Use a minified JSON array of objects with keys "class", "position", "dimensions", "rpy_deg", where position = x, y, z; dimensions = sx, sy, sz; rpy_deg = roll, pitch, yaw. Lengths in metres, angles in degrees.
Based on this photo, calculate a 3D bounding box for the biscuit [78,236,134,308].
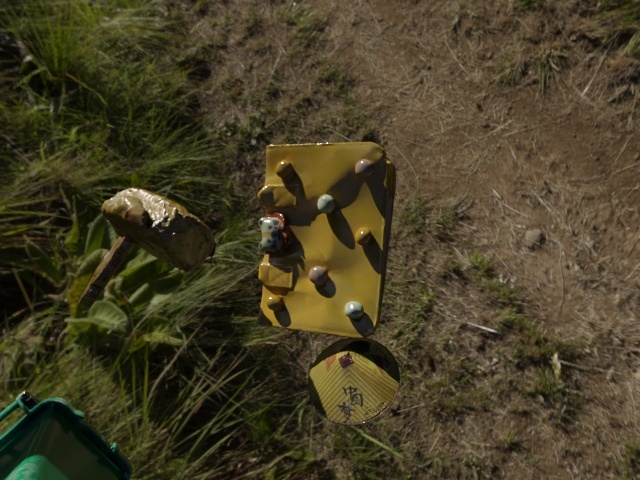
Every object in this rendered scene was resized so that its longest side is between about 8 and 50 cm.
[{"class":"biscuit","position":[-0.508,0.036,1.031],"dimensions":[0.319,0.047,0.184],"rpy_deg":[-42,27,28]}]

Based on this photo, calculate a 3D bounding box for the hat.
[{"class":"hat","position":[0.058,0.255,0.815],"dimensions":[0.192,0.082,0.193],"rpy_deg":[-10,42,9]}]

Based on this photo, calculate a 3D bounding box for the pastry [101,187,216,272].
[{"class":"pastry","position":[-0.306,-0.019,0.807],"dimensions":[0.218,0.229,0.100],"rpy_deg":[8,60,47]}]

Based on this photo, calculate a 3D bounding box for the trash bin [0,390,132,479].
[{"class":"trash bin","position":[-0.509,0.460,0.712],"dimensions":[0.259,0.295,0.381],"rpy_deg":[-43,13,-24]}]

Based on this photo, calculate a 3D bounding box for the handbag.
[{"class":"handbag","position":[0.000,0.000,0.870],"dimensions":[0.282,0.133,0.402],"rpy_deg":[5,91,18]}]
